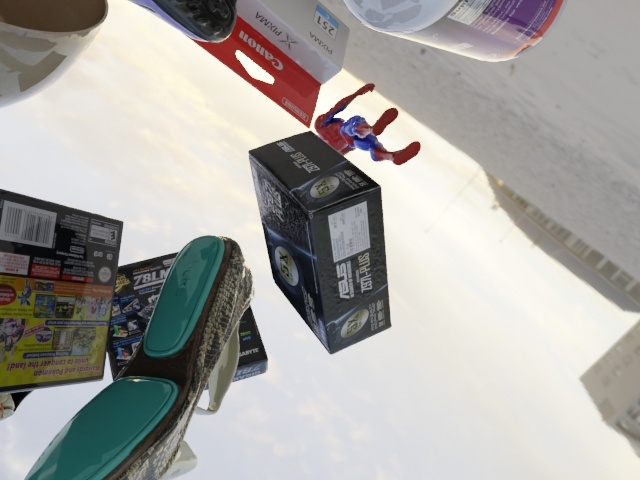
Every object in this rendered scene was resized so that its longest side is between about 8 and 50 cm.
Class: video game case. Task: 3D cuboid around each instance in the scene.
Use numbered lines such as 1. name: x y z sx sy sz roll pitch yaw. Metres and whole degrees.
1. video game case: -0.371 0.074 0.922 0.035 0.248 0.275 4 174 17

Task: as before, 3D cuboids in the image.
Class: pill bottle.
1. pill bottle: 0.140 -0.312 0.765 0.323 0.181 0.181 -4 -136 -47

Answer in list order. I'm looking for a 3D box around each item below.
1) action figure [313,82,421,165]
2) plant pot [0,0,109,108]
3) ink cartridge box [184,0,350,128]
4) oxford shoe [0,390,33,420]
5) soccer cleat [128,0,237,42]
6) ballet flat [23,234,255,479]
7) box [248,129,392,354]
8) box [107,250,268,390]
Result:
1. action figure: 0.081 -0.186 1.051 0.091 0.139 0.280 53 167 -21
2. plant pot: -0.457 -0.289 0.912 0.284 0.191 0.284 25 -145 -19
3. ink cartridge box: -0.086 -0.391 1.262 0.296 0.066 0.261 34 -132 -27
4. oxford shoe: -0.702 0.322 1.353 0.146 0.140 0.397 5 -156 16
5. soccer cleat: -0.222 -0.301 0.667 0.318 0.116 0.109 33 -123 -34
6. ballet flat: -0.205 0.207 0.942 0.182 0.164 0.483 60 -140 -35
7. box: 0.000 0.000 0.706 0.077 0.180 0.147 -22 -142 -18
8. box: -0.285 0.163 1.368 0.295 0.073 0.293 -14 -122 -16
